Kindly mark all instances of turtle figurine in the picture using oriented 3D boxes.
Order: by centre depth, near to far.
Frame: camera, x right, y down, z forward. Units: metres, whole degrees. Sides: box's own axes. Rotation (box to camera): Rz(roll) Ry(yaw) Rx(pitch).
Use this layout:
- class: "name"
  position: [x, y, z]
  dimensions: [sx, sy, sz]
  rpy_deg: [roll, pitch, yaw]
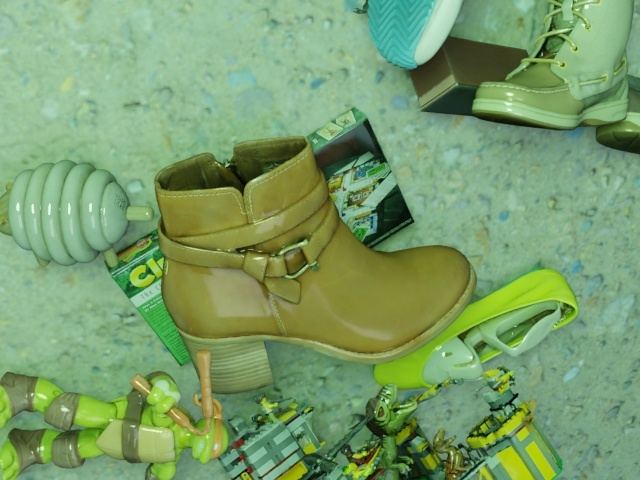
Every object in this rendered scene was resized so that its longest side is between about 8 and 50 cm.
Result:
- class: "turtle figurine"
  position: [-0.172, 0.161, 0.912]
  dimensions: [0.217, 0.087, 0.270]
  rpy_deg: [5, 139, 0]

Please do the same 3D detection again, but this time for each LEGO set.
- class: "LEGO set"
  position: [0.045, 0.193, 0.980]
  dimensions: [0.255, 0.331, 0.192]
  rpy_deg: [-34, 92, -18]

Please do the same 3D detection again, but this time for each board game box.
- class: "board game box"
  position: [-0.049, 0.000, 0.935]
  dimensions: [0.259, 0.030, 0.136]
  rpy_deg: [-31, 133, -4]

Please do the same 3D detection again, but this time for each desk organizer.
- class: "desk organizer"
  position: [0.137, -0.142, 0.912]
  dimensions: [0.130, 0.050, 0.047]
  rpy_deg: [-2, 158, -43]

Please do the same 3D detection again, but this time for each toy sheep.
- class: "toy sheep"
  position: [-0.193, -0.020, 0.808]
  dimensions: [0.132, 0.091, 0.091]
  rpy_deg: [-3, 127, 5]

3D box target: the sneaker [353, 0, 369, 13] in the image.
- class: "sneaker"
  position: [0.052, -0.208, 0.832]
  dimensions: [0.069, 0.038, 0.098]
  rpy_deg: [-35, 130, -1]

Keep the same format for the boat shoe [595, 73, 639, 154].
- class: "boat shoe"
  position: [0.357, -0.118, 1.024]
  dimensions: [0.223, 0.080, 0.074]
  rpy_deg: [6, 86, -36]

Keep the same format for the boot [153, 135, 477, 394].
- class: "boot"
  position: [0.000, 0.000, 0.886]
  dimensions: [0.283, 0.109, 0.220]
  rpy_deg: [-14, 125, -7]

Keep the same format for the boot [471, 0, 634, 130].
- class: "boot"
  position: [0.202, -0.177, 0.860]
  dimensions: [0.213, 0.077, 0.165]
  rpy_deg: [-12, 113, -48]

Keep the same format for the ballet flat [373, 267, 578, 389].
- class: "ballet flat"
  position: [0.167, 0.103, 1.081]
  dimensions: [0.231, 0.077, 0.077]
  rpy_deg: [-27, 132, -7]

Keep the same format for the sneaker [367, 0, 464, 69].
- class: "sneaker"
  position: [0.108, -0.232, 0.774]
  dimensions: [0.092, 0.087, 0.229]
  rpy_deg: [22, 87, -39]
